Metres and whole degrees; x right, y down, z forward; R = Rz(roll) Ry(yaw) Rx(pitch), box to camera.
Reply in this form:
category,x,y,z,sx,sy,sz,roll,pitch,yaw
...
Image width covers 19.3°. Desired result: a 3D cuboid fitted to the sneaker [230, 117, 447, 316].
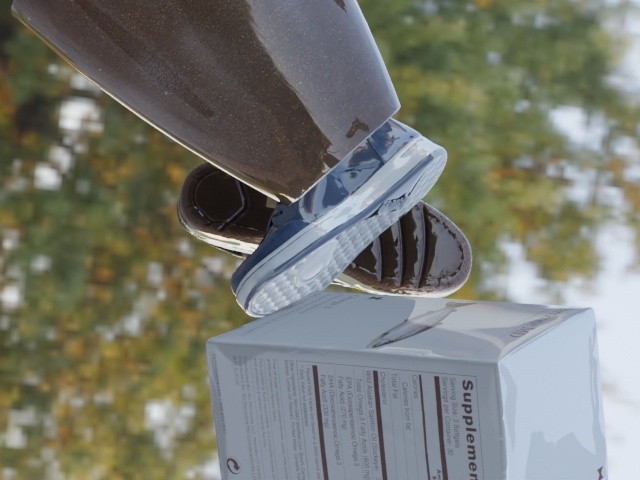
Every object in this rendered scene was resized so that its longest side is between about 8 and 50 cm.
category,x,y,z,sx,sy,sz,roll,pitch,yaw
sneaker,-0.032,-0.047,1.464,0.163,0.226,0.086,39,-38,15

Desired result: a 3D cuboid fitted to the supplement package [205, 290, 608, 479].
category,x,y,z,sx,sy,sz,roll,pitch,yaw
supplement package,0.045,0.091,0.977,0.179,0.105,0.105,2,-76,35

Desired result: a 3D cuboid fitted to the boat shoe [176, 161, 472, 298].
category,x,y,z,sx,sy,sz,roll,pitch,yaw
boat shoe,0.002,-0.008,1.635,0.095,0.257,0.095,123,-15,-72

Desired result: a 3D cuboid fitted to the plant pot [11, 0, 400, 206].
category,x,y,z,sx,sy,sz,roll,pitch,yaw
plant pot,-0.060,-0.143,1.320,0.215,0.230,0.215,-41,-178,2
